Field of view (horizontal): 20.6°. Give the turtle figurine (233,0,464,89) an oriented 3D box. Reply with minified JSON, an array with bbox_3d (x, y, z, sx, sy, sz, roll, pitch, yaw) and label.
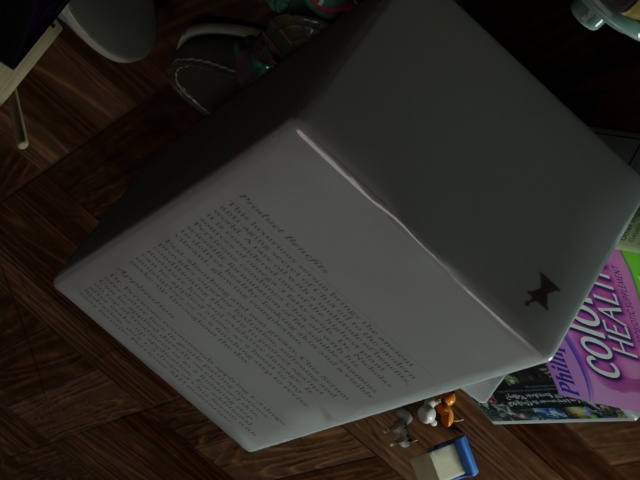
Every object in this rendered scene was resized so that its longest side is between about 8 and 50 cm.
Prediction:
[{"bbox_3d":[0.003,-0.171,1.327,0.175,0.118,0.234,32,157,2],"label":"turtle figurine"}]

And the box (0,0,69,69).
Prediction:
[{"bbox_3d":[-0.193,-0.270,1.288,0.103,0.184,0.261,33,152,-4],"label":"box"}]

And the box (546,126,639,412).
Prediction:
[{"bbox_3d":[0.284,0.036,1.352,0.243,0.117,0.213,12,145,34],"label":"box"}]

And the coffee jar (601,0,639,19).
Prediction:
[{"bbox_3d":[0.219,-0.132,0.897,0.184,0.096,0.079,26,131,-11],"label":"coffee jar"}]

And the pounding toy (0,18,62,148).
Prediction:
[{"bbox_3d":[-0.307,-0.167,1.614,0.141,0.130,0.100,7,142,38],"label":"pounding toy"}]

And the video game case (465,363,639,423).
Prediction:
[{"bbox_3d":[0.186,0.112,1.666,0.190,0.022,0.173,-9,130,50],"label":"video game case"}]

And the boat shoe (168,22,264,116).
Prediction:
[{"bbox_3d":[-0.002,-0.085,1.478,0.305,0.091,0.109,27,151,10],"label":"boat shoe"}]

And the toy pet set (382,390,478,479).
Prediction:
[{"bbox_3d":[0.127,0.197,1.840,0.122,0.065,0.114,-29,80,55],"label":"toy pet set"}]

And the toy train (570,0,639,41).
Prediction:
[{"bbox_3d":[0.193,-0.198,1.028,0.334,0.190,0.142,35,114,-15],"label":"toy train"}]

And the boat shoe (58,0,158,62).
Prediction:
[{"bbox_3d":[-0.227,-0.243,1.487,0.227,0.079,0.081,50,156,-19],"label":"boat shoe"}]

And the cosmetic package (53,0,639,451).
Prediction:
[{"bbox_3d":[0.000,0.000,1.302,0.230,0.161,0.453,42,152,-13],"label":"cosmetic package"}]

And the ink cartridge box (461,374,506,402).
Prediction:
[{"bbox_3d":[0.102,0.047,1.541,0.180,0.104,0.060,35,143,8],"label":"ink cartridge box"}]
